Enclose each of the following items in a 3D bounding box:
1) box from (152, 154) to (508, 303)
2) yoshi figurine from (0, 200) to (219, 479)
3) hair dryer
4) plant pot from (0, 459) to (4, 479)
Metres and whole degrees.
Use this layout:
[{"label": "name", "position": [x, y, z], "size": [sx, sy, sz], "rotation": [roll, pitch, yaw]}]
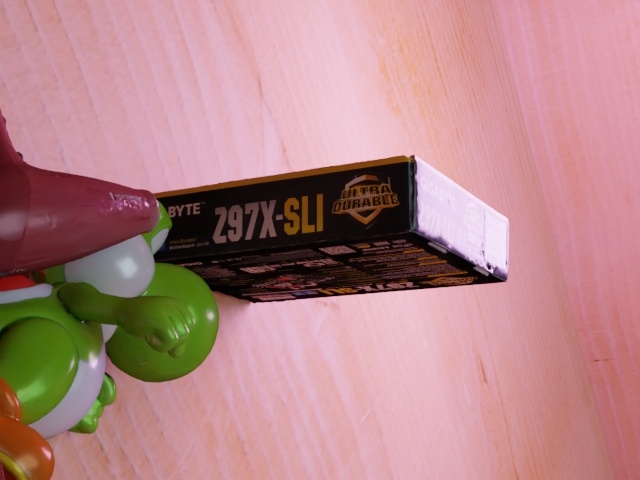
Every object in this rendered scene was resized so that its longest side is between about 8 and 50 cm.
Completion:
[{"label": "box", "position": [0.000, 0.000, 1.130], "size": [0.257, 0.321, 0.079], "rotation": [20, 67, -59]}, {"label": "yoshi figurine", "position": [-0.186, 0.101, 0.909], "size": [0.362, 0.203, 0.203], "rotation": [-62, 152, -52]}, {"label": "hair dryer", "position": [-0.247, -0.076, 0.834], "size": [0.293, 0.080, 0.224], "rotation": [35, 51, -25]}, {"label": "plant pot", "position": [-0.283, 0.153, 0.483], "size": [0.235, 0.267, 0.267], "rotation": [-30, 126, -46]}]
